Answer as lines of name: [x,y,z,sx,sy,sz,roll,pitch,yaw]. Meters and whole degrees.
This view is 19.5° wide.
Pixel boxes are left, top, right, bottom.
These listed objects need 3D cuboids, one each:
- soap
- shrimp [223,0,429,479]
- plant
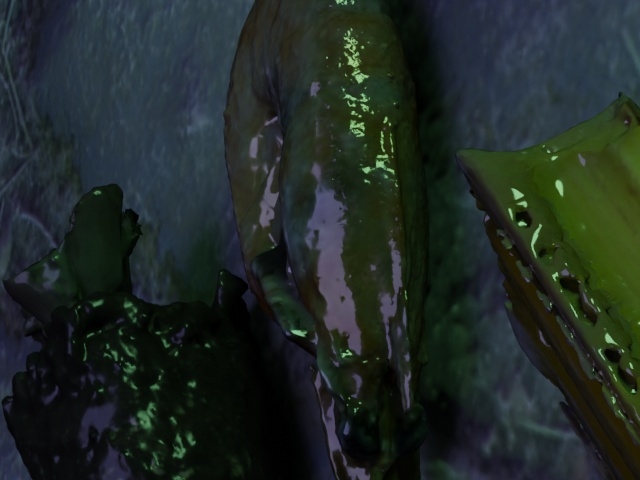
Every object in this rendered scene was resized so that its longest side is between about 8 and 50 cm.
soap: [0.139,0.066,0.661,0.233,0.076,0.135,59,176,38]
shrimp: [0.000,0.000,0.938,0.168,0.077,0.317,139,131,-59]
plant: [-0.103,0.079,1.019,0.142,0.131,0.203,-46,60,46]
